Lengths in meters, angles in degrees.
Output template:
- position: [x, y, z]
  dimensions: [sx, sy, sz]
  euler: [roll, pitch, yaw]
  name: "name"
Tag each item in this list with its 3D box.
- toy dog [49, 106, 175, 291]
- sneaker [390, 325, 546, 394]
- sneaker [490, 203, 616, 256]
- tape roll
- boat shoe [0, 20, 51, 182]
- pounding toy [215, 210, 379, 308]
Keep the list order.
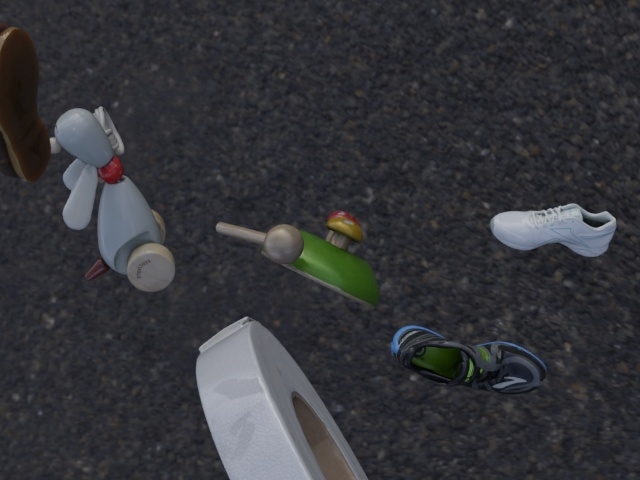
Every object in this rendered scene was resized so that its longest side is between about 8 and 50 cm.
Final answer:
- position: [-0.377, -0.051, 1.555]
  dimensions: [0.160, 0.220, 0.334]
  euler: [-26, 102, -1]
  name: "toy dog"
- position: [0.175, 0.152, 1.085]
  dimensions: [0.188, 0.078, 0.067]
  euler: [13, 106, -7]
  name: "sneaker"
- position: [0.280, -0.021, 1.102]
  dimensions: [0.152, 0.061, 0.054]
  euler: [4, 54, -6]
  name: "sneaker"
- position: [-0.006, 0.268, 0.996]
  dimensions: [0.072, 0.392, 0.392]
  euler: [-32, 62, 2]
  name: "tape roll"
- position: [-0.320, -0.136, 0.909]
  dimensions: [0.073, 0.207, 0.073]
  euler: [25, 53, 7]
  name: "boat shoe"
- position: [0.000, 0.000, 1.296]
  dimensions: [0.183, 0.236, 0.110]
  euler: [24, 87, 54]
  name: "pounding toy"
